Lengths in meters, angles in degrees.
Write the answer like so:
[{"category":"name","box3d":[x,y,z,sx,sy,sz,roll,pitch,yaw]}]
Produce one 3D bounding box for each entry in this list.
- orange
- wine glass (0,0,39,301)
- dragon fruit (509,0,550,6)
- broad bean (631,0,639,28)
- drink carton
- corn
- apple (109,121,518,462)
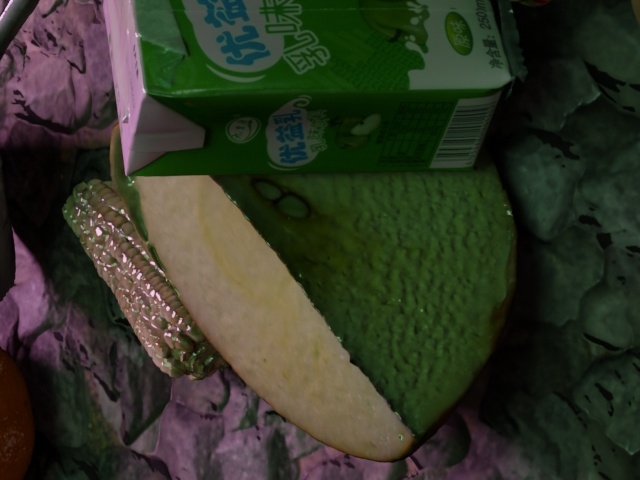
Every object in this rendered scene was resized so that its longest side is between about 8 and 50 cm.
[{"category":"orange","box3d":[-0.340,0.161,1.586,0.193,0.161,0.193,12,108,40]},{"category":"wine glass","box3d":[-0.278,-0.136,1.456,0.406,0.267,0.267,-47,60,34]},{"category":"dragon fruit","box3d":[0.144,-0.235,1.190,0.166,0.172,0.160,34,90,43]},{"category":"broad bean","box3d":[0.315,-0.187,1.065,0.291,0.119,0.238,-25,102,38]},{"category":"drink carton","box3d":[-0.009,-0.139,1.240,0.108,0.271,0.161,111,152,-54]},{"category":"corn","box3d":[-0.135,0.028,1.477,0.087,0.087,0.211,-55,51,23]},{"category":"apple","box3d":[0.000,0.000,1.294,0.254,0.179,0.346,-47,71,19]}]
